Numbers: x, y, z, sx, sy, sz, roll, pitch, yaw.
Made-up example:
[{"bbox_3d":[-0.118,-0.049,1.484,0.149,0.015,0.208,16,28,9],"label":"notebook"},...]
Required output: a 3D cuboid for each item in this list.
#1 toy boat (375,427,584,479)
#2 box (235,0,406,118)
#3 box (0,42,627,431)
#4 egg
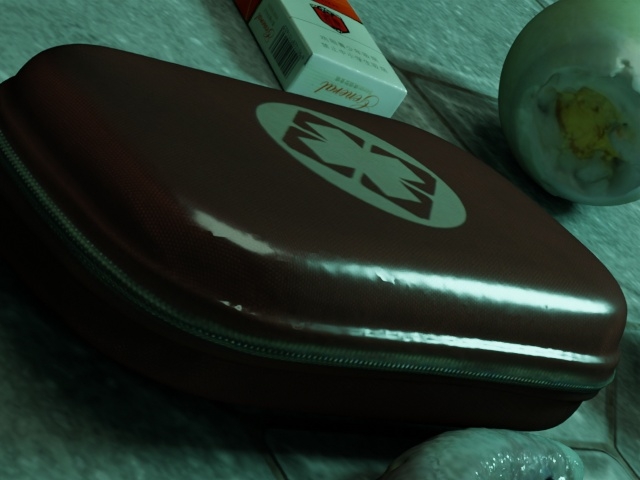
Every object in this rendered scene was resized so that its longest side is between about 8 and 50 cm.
[{"bbox_3d":[0.112,0.152,0.837,0.227,0.085,0.155,0,43,-54],"label":"toy boat"},{"bbox_3d":[-0.003,-0.162,1.321,0.100,0.048,0.152,20,26,-36],"label":"box"},{"bbox_3d":[0.000,0.000,0.914,0.404,0.108,0.263,10,26,-45],"label":"box"},{"bbox_3d":[0.249,-0.130,1.421,0.183,0.183,0.217,36,32,1],"label":"egg"}]
